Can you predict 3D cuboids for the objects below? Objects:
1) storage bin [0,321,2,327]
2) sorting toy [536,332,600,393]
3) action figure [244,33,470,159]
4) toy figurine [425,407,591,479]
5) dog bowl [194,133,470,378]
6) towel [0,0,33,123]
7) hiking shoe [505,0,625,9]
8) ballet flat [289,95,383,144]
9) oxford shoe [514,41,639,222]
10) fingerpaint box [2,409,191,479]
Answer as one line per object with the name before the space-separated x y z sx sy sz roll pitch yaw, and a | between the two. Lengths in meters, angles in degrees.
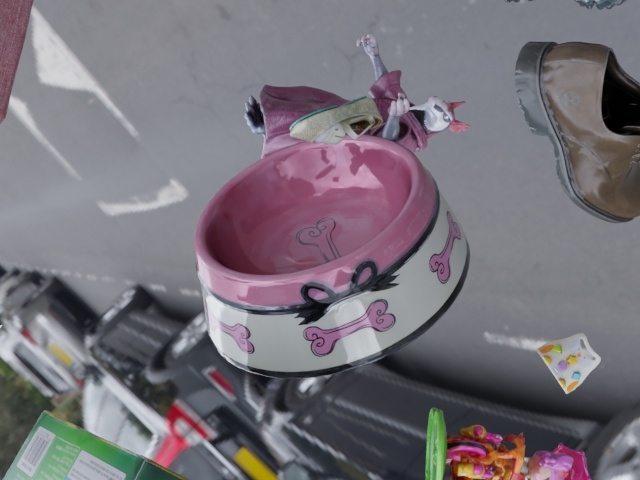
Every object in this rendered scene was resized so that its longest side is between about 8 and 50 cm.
storage bin | -0.513 0.120 1.214 0.084 0.180 0.122 60 152 0
sorting toy | 0.390 0.184 1.472 0.083 0.075 0.045 57 -174 11
action figure | 0.067 -0.181 1.608 0.370 0.248 0.275 2 127 7
toy figurine | 0.188 0.225 0.937 0.159 0.130 0.173 2 147 4
dog bowl | 0.000 0.000 1.365 0.408 0.408 0.150 25 145 46
towel | -0.515 -0.291 1.174 0.037 0.237 0.329 18 -175 40
hiking shoe | 0.273 -0.355 1.106 0.304 0.113 0.132 31 147 60
ballet flat | 0.029 -0.163 1.329 0.052 0.168 0.057 56 138 8
oxford shoe | 0.254 -0.084 0.823 0.096 0.083 0.227 2 152 38
fingerpaint box | -0.165 0.378 1.137 0.371 0.163 0.445 35 162 -23
